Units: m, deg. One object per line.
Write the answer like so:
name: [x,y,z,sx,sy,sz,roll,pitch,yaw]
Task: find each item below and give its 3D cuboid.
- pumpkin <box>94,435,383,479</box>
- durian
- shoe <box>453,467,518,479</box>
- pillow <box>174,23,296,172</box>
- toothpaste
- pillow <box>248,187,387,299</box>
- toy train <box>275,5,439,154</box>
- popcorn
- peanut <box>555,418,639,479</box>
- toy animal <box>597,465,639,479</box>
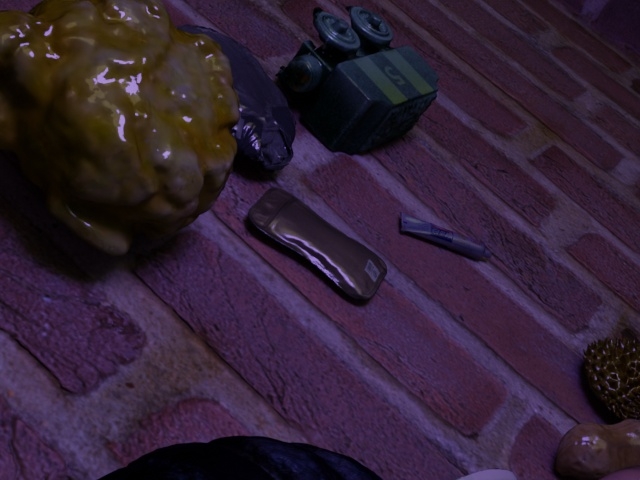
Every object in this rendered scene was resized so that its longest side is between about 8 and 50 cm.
pumpkin: [-0.070,0.321,0.667,0.363,0.363,0.266,3,2,-36]
durian: [0.475,0.225,1.416,0.146,0.102,0.208,16,42,-32]
shoe: [0.134,0.335,1.032,0.265,0.095,0.110,-5,56,-35]
pillow: [-0.152,-0.236,1.474,0.161,0.092,0.335,-20,61,-43]
toothpaste: [0.206,-0.004,1.535,0.170,0.028,0.045,20,44,-15]
pillow: [0.000,0.000,1.363,0.217,0.033,0.130,34,32,1]
toy train: [0.069,-0.287,1.653,0.238,0.167,0.299,48,38,10]
popcorn: [-0.255,-0.161,1.140,0.334,0.293,0.292,35,1,2]
peanut: [0.413,0.296,1.297,0.214,0.099,0.099,7,43,-24]
toy animal: [0.433,0.410,1.078,0.326,0.237,0.269,34,26,9]
